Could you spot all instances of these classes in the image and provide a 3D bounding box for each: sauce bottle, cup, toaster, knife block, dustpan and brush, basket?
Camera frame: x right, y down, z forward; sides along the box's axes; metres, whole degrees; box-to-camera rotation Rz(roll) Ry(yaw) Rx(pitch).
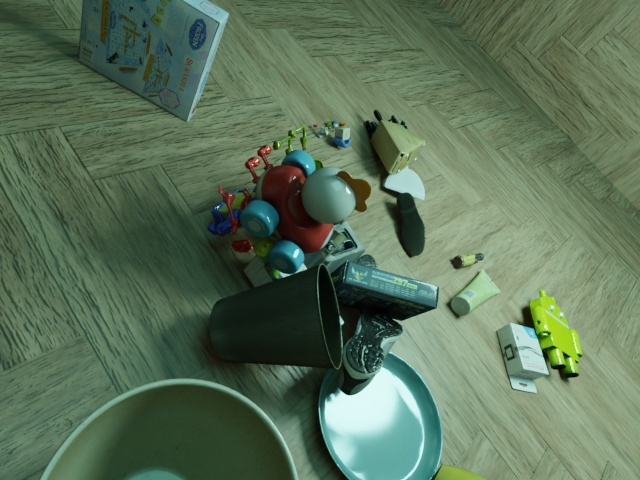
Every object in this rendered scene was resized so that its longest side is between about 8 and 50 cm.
[{"bbox_3d":[0.488,0.061,1.456,0.128,0.042,0.042,-8,62,-38],"label":"sauce bottle"},{"bbox_3d":[-0.225,0.394,0.625,0.331,0.237,0.331,17,51,-22],"label":"cup"},{"bbox_3d":[0.000,0.000,1.148,0.186,0.110,0.168,-17,67,-39],"label":"toaster"},{"bbox_3d":[0.228,-0.357,1.544,0.242,0.088,0.276,35,38,14],"label":"knife block"},{"bbox_3d":[0.294,-0.220,1.542,0.147,0.060,0.211,19,55,-3],"label":"dustpan and brush"},{"bbox_3d":[-0.088,0.162,0.877,0.154,0.227,0.204,-6,87,-77],"label":"basket"}]

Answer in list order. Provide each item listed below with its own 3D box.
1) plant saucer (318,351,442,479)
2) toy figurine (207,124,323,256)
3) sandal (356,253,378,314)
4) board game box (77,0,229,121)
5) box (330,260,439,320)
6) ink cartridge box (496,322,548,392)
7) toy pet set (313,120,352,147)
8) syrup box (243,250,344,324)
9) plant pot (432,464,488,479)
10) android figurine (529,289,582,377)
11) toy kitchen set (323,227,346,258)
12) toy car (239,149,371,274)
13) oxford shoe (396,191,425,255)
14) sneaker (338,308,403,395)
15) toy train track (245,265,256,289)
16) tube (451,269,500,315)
[{"bbox_3d":[0.130,0.394,0.983,0.318,0.043,0.317,17,51,-22],"label":"plant saucer"},{"bbox_3d":[-0.170,-0.114,1.059,0.362,0.217,0.191,-53,126,-42],"label":"toy figurine"},{"bbox_3d":[0.119,0.123,1.186,0.067,0.040,0.179,8,68,-21],"label":"sandal"},{"bbox_3d":[-0.429,-0.506,1.112,0.318,0.318,0.065,29,47,-12],"label":"board game box"},{"bbox_3d":[0.136,0.126,1.064,0.233,0.183,0.059,15,68,-11],"label":"box"},{"bbox_3d":[0.596,0.343,1.299,0.104,0.060,0.180,17,50,-22],"label":"ink cartridge box"},{"bbox_3d":[0.051,-0.356,1.496,0.114,0.065,0.122,23,32,34],"label":"toy pet set"},{"bbox_3d":[-0.062,0.127,1.012,0.093,0.096,0.236,-27,77,-44],"label":"syrup box"},{"bbox_3d":[0.277,0.531,0.927,0.095,0.134,0.134,32,42,23],"label":"plant pot"},{"bbox_3d":[0.749,0.288,1.415,0.248,0.056,0.272,32,46,-28],"label":"android figurine"},{"bbox_3d":[0.010,-0.006,1.038,0.068,0.083,0.075,-45,86,-2],"label":"toy kitchen set"},{"bbox_3d":[0.005,-0.069,0.906,0.210,0.238,0.219,59,45,-30],"label":"toy car"},{"bbox_3d":[0.293,-0.045,1.398,0.076,0.076,0.212,43,39,-59],"label":"oxford shoe"},{"bbox_3d":[0.105,0.241,0.996,0.100,0.108,0.271,29,28,15],"label":"sneaker"},{"bbox_3d":[-0.153,0.097,1.044,0.048,0.014,0.083,-21,75,-45],"label":"toy train track"},{"bbox_3d":[0.484,0.163,1.372,0.240,0.062,0.070,-22,112,-45],"label":"tube"}]
